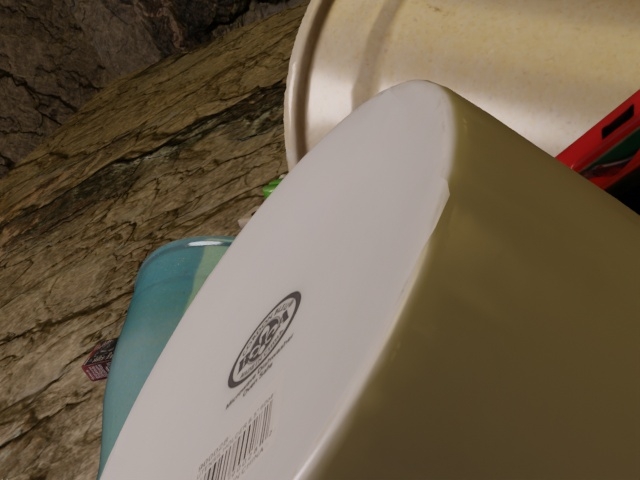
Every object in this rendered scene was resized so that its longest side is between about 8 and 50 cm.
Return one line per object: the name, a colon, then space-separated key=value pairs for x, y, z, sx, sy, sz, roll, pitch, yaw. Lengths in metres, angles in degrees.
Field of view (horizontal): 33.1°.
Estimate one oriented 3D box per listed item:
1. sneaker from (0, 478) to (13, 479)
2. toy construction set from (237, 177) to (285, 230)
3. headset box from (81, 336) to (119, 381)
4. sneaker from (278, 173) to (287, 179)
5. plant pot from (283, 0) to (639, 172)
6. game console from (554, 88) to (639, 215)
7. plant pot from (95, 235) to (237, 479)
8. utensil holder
sneaker: x=-0.313 y=0.352 z=1.169 sx=0.293 sy=0.102 sz=0.146 roll=-10 pitch=33 yaw=49
toy construction set: x=0.000 y=0.000 z=1.332 sx=0.257 sy=0.237 sz=0.309 roll=-38 pitch=23 yaw=-18
headset box: x=-0.313 y=0.176 z=1.612 sx=0.083 sy=0.032 sz=0.062 roll=-17 pitch=25 yaw=31
sneaker: x=0.034 y=-0.065 z=1.582 sx=0.262 sy=0.121 sz=0.099 roll=-12 pitch=29 yaw=37
plant pot: x=0.194 y=-0.091 z=0.842 sx=0.305 sy=0.333 sz=0.334 roll=17 pitch=49 yaw=44
game console: x=0.287 y=0.034 z=0.636 sx=0.386 sy=0.342 sz=0.060 roll=133 pitch=159 yaw=-64
plant pot: x=-0.101 y=0.177 z=1.076 sx=0.272 sy=0.271 sz=0.255 roll=-14 pitch=41 yaw=34
utensil holder: x=0.117 y=0.148 z=0.550 sx=0.327 sy=0.385 sz=0.327 roll=-50 pitch=16 yaw=21
